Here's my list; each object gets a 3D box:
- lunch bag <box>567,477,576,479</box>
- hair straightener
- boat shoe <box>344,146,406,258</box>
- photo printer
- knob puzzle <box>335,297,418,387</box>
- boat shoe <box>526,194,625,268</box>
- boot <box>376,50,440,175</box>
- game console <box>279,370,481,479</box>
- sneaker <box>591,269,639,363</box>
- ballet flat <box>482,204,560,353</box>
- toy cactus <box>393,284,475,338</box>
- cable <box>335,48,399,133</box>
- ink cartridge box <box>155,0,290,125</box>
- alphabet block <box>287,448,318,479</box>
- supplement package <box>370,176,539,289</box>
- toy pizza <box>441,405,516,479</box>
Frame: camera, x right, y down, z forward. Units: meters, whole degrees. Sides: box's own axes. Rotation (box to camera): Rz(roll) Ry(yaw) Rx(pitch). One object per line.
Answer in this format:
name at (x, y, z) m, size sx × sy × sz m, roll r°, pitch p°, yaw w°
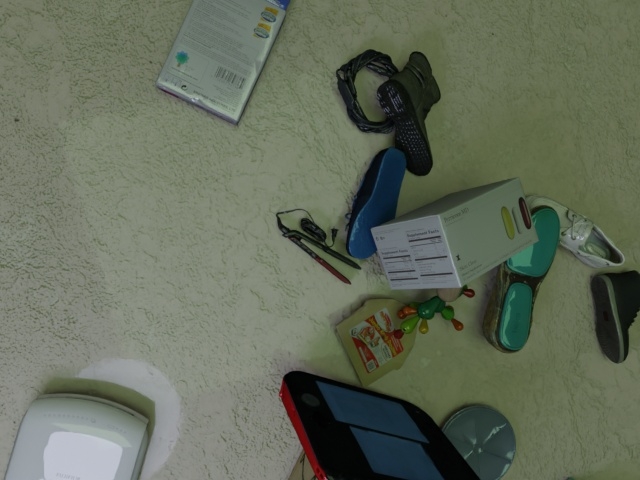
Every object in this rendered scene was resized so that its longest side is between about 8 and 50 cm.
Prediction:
lunch bag at (0.692, 0.742, 1.272) m, size 0.262 × 0.160 × 0.224 m, roll 25°, pitch 87°, yaw -4°
hair straightener at (0.000, 0.000, 1.190) m, size 0.230 × 0.047 × 0.089 m, roll 37°, pitch 86°, yaw -4°
boat shoe at (0.123, -0.079, 1.184) m, size 0.109 × 0.089 × 0.258 m, roll 29°, pitch 82°, yaw -22°
photo printer at (-0.505, 0.475, 1.087) m, size 0.256 × 0.107 × 0.308 m, roll 17°, pitch 90°, yaw -10°
knob puzzle at (0.142, 0.215, 1.221) m, size 0.213 × 0.030 × 0.213 m, roll -3°, pitch 98°, yaw -22°
boat shoe at (0.606, -0.024, 1.257) m, size 0.277 × 0.096 × 0.098 m, roll 29°, pitch 88°, yaw -9°
boot at (0.228, -0.283, 1.186) m, size 0.161 × 0.083 × 0.247 m, roll -45°, pitch 124°, yaw -30°
game console at (0.119, 0.391, 1.046) m, size 0.386 × 0.342 × 0.060 m, roll 21°, pitch 95°, yaw -22°
sneaker at (0.749, 0.185, 1.296) m, size 0.118 × 0.083 × 0.222 m, roll -9°, pitch 93°, yaw -9°
ballet flat at (0.455, 0.086, 1.229) m, size 0.123 × 0.123 × 0.349 m, roll 17°, pitch 86°, yaw -10°
toy cactus at (0.267, 0.139, 1.161) m, size 0.218 × 0.180 × 0.112 m, roll -17°, pitch 61°, yaw -25°
cable at (0.123, -0.331, 1.196) m, size 0.150 × 0.047 × 0.185 m, roll -31°, pitch 101°, yaw -15°
ink cartridge box at (-0.199, -0.426, 1.126) m, size 0.185 × 0.065 × 0.311 m, roll 24°, pitch 90°, yaw -9°
alphabet block at (0.061, 0.512, 1.142) m, size 0.193 × 0.192 × 0.197 m, roll 27°, pitch 87°, yaw -11°
supplement package at (0.280, -0.013, 1.106) m, size 0.261 × 0.204 × 0.145 m, roll -24°, pitch 97°, yaw -32°
toy pizza at (0.372, 0.494, 1.272) m, size 0.201 × 0.032 × 0.201 m, roll 0°, pitch 91°, yaw -9°
